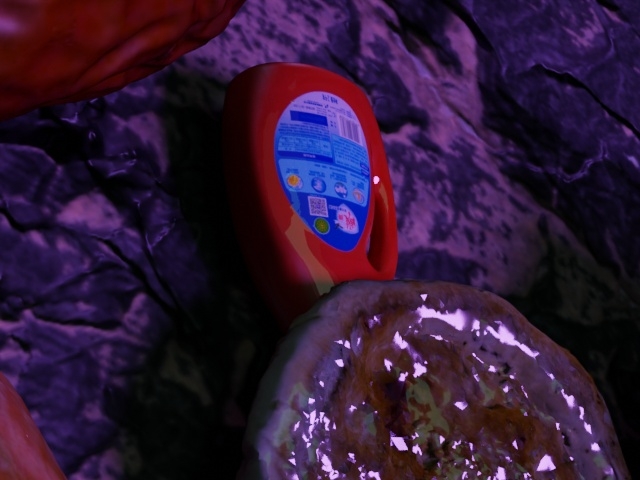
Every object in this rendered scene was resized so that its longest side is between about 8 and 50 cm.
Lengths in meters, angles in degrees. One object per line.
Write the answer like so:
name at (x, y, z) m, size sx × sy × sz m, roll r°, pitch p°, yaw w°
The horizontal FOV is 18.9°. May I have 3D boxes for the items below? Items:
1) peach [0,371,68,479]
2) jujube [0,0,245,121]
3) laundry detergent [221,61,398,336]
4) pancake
peach at (-0.167, 0.127, 0.542) m, size 0.214 × 0.214 × 0.235 m, roll 27°, pitch 35°, yaw -25°
jujube at (-0.126, -0.137, 0.797) m, size 0.250 × 0.174 × 0.174 m, roll -17°, pitch 74°, yaw -50°
laundry detergent at (0.000, 0.000, 0.905) m, size 0.097 × 0.049 × 0.165 m, roll 13°, pitch 58°, yaw -37°
pancake at (0.061, 0.129, 0.845) m, size 0.254 × 0.037 × 0.253 m, roll 17°, pitch 62°, yaw -37°
